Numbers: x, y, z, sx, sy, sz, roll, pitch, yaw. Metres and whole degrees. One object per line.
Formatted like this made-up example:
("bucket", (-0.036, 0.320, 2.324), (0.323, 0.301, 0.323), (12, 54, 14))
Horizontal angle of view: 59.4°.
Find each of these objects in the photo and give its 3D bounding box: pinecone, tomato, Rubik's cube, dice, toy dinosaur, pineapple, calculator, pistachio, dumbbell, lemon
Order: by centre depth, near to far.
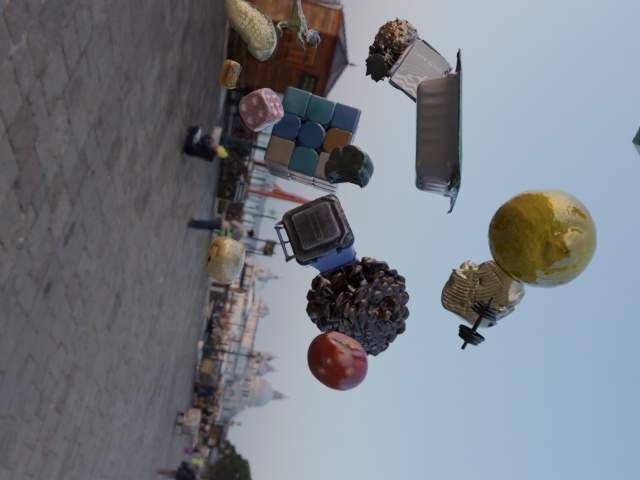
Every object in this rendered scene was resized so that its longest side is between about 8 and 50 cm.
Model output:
("dice", (-0.164, -0.363, 1.559), (0.093, 0.091, 0.094), (64, 28, -3))
("tomato", (0.047, 0.349, 1.618), (0.136, 0.195, 0.195), (-63, -170, 12))
("calculator", (0.312, -0.523, 1.736), (0.274, 0.165, 0.028), (-56, -173, -37))
("pineapple", (0.215, -0.599, 1.810), (0.279, 0.157, 0.158), (-55, 171, -39))
("lemon", (0.708, -0.010, 1.815), (0.348, 0.347, 0.348), (-168, -90, -83))
("toy dinosaur", (-0.076, -0.730, 1.839), (0.251, 0.072, 0.200), (58, 43, -31))
("dumbbell", (0.538, 0.284, 1.922), (0.209, 0.099, 0.099), (-62, -170, 10))
("pistachio", (-0.318, 0.072, 1.924), (0.117, 0.145, 0.200), (54, -17, 36))
("pinecone", (0.125, 0.239, 2.126), (0.398, 0.397, 0.398), (-168, -90, -83))
("Rubik's cube", (-0.032, -0.432, 2.504), (0.347, 0.344, 0.347), (95, 12, -88))

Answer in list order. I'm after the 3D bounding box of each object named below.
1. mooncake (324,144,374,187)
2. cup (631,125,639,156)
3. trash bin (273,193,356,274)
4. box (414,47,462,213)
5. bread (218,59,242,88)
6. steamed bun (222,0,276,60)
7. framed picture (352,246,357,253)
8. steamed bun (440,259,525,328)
("mooncake", (0.098, -0.254, 1.975), (0.104, 0.175, 0.168), (42, 29, -60))
("cup", (1.005, -0.230, 1.624), (0.148, 0.236, 0.134), (-12, -134, 34))
("trash bin", (0.000, 0.000, 1.499), (0.234, 0.184, 0.163), (52, 17, -70))
("box", (0.284, -0.252, 1.371), (0.264, 0.106, 0.337), (59, 32, -75))
("bread", (-0.352, -0.646, 2.186), (0.053, 0.072, 0.106), (9, -101, 58))
("steamed bun", (-0.210, -0.724, 1.930), (0.231, 0.110, 0.212), (3, 58, -62))
("framed picture", (0.012, 0.000, 2.425), (0.296, 0.232, 0.019), (-115, -161, -61))
("steamed bun", (0.650, 0.212, 2.214), (0.206, 0.320, 0.275), (35, 52, -53))
